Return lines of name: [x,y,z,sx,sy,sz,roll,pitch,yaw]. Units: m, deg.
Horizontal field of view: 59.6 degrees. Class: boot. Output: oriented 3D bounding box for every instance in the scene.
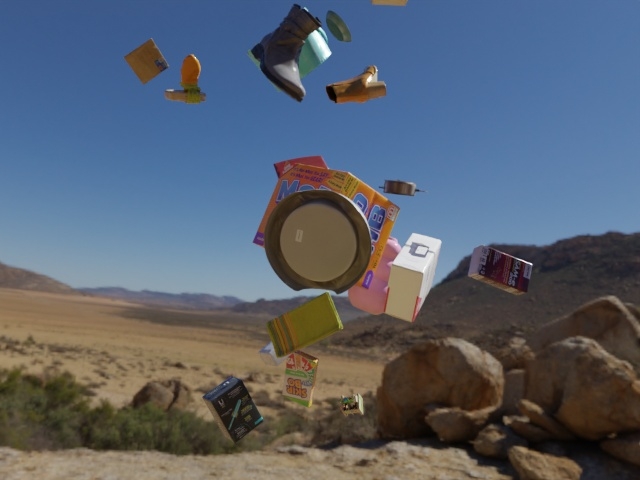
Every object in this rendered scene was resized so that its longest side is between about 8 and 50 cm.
boot: [-0.079,-0.577,1.673,0.222,0.338,0.118,-43,-40,15]
boot: [0.122,-0.606,2.171,0.211,0.104,0.295,-7,31,-5]

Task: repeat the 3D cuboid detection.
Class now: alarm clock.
alarm clock: [0.340,-0.211,2.262,0.191,0.064,0.129,11,5,17]

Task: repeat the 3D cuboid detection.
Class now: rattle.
rattle: [-0.416,-0.486,1.708,0.130,0.143,0.200,-13,21,-3]

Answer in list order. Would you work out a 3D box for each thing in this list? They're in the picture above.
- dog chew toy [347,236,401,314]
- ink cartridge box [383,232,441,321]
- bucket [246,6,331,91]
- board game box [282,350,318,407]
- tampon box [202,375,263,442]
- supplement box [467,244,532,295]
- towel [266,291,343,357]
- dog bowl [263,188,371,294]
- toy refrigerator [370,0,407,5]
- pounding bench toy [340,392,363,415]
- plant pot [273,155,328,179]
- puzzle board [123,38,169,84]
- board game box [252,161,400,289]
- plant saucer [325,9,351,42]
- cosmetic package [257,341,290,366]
dog chew toy: [0.248,0.144,2.386,0.206,0.332,0.206,22,-3,1]
ink cartridge box: [0.280,0.106,1.693,0.100,0.172,0.237,16,29,18]
bucket: [-0.107,-0.675,1.995,0.281,0.281,0.183,-6,-53,55]
board game box: [-0.082,0.549,2.200,0.124,0.260,0.039,20,32,20]
tampon box: [-0.283,0.544,1.808,0.120,0.161,0.101,-31,10,-28]
supplement box: [0.736,0.123,2.291,0.239,0.131,0.073,20,-18,-10]
towel: [-0.047,0.219,1.425,0.237,0.102,0.021,-32,-14,37]
dog bowl: [0.000,0.000,1.763,0.348,0.349,0.102,4,13,16]
toy refrigerator: [0.162,-0.765,1.516,0.102,0.270,0.094,-6,-24,-18]
pounding bench toy: [0.092,0.512,1.757,0.065,0.052,0.083,-10,-38,13]
plant pot: [-0.055,-0.258,2.695,0.235,0.268,0.267,-23,32,1]
puzzle board: [-0.510,-0.525,1.643,0.096,0.011,0.128,-38,-20,-6]
board game box: [0.025,-0.060,2.210,0.356,0.357,0.356,17,-7,45]
plant saucer: [0.053,-0.685,1.806,0.119,0.021,0.119,49,-5,5]
cosmetic package: [-0.095,0.336,1.922,0.239,0.061,0.098,-37,11,-27]
